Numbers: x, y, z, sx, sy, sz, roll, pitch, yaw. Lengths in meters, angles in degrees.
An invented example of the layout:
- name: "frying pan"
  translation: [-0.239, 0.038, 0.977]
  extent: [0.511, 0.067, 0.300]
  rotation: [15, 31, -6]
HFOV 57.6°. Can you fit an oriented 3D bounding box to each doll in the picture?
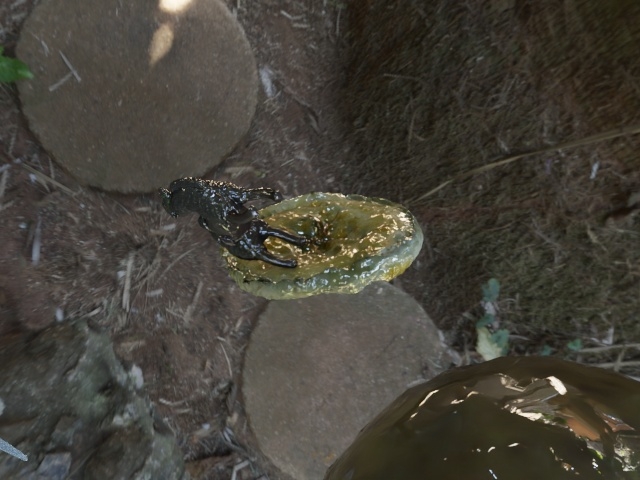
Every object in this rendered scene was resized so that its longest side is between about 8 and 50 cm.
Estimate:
- name: "doll"
  translation: [-0.113, -0.027, 0.692]
  extent: [0.165, 0.139, 0.057]
  rotation: [9, 62, 23]

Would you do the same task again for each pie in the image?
- name: "pie"
  translation: [0.000, 0.000, 0.788]
  extent: [0.274, 0.274, 0.055]
  rotation: [-15, 119, -16]

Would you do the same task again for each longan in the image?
- name: "longan"
  translation: [0.171, 0.285, 0.463]
  extent: [0.392, 0.391, 0.390]
  rotation: [0, 88, -16]

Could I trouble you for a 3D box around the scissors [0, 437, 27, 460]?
- name: "scissors"
  translation: [-0.313, 0.188, 0.552]
  extent: [0.083, 0.006, 0.036]
  rotation: [26, 70, 8]
